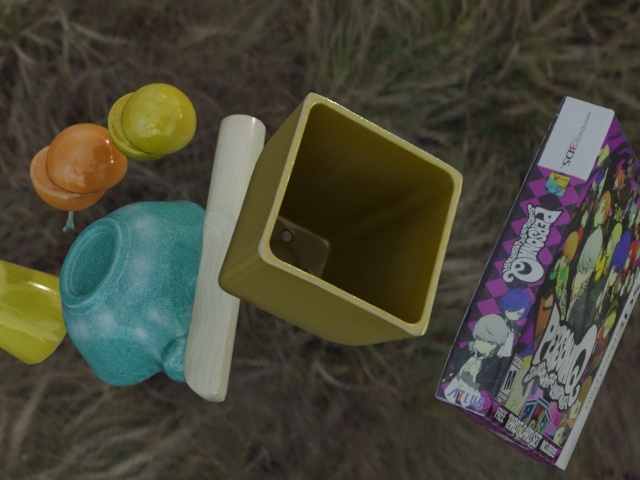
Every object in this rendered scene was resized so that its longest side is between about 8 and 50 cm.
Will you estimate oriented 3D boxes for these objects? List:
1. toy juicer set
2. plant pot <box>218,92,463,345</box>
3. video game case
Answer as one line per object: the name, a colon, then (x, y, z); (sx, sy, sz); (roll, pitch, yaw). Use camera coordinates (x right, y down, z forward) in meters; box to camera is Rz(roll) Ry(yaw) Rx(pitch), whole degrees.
toy juicer set: (-0.108, -0.002, 0.952); (0.329, 0.089, 0.209); (5, 70, 51)
plant pot: (0.000, 0.000, 0.616); (0.081, 0.083, 0.081); (26, 63, -19)
video game case: (0.167, 0.040, 0.967); (0.041, 0.232, 0.210); (20, 81, 27)
